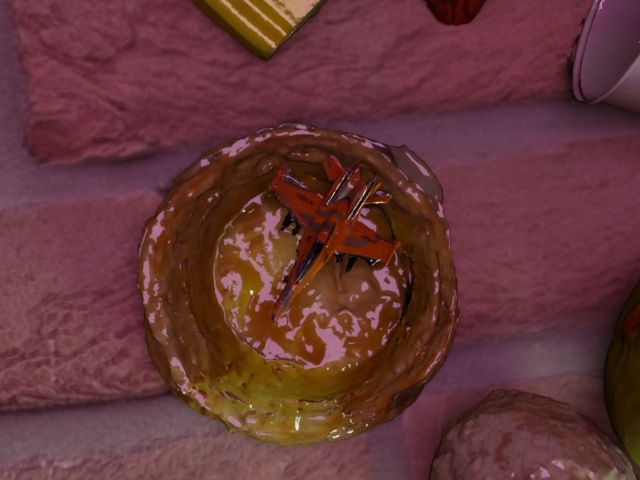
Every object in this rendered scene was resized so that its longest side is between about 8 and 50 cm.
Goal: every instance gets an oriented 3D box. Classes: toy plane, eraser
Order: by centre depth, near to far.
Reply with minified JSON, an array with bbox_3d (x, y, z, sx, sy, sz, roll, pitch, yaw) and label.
[{"bbox_3d":[-0.003,0.004,1.422,0.135,0.062,0.188,32,68,-3],"label":"toy plane"},{"bbox_3d":[-0.080,-0.306,1.569,0.226,0.069,0.158,44,84,1],"label":"eraser"}]

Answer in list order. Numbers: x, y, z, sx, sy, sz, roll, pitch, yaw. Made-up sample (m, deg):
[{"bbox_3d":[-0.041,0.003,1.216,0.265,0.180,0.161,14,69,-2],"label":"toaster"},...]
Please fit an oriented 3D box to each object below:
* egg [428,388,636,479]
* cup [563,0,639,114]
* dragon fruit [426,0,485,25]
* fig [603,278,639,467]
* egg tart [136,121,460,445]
[{"bbox_3d":[0.207,0.259,1.476,0.203,0.203,0.245,-27,76,-6],"label":"egg"},{"bbox_3d":[0.417,-0.198,1.526,0.274,0.253,0.253,24,83,-10],"label":"cup"},{"bbox_3d":[0.110,-0.322,1.573,0.192,0.092,0.122,39,83,0],"label":"dragon fruit"},{"bbox_3d":[0.440,0.131,1.488,0.326,0.258,0.258,14,84,-11],"label":"fig"},{"bbox_3d":[-0.019,0.039,1.517,0.341,0.129,0.341,0,83,-4],"label":"egg tart"}]
